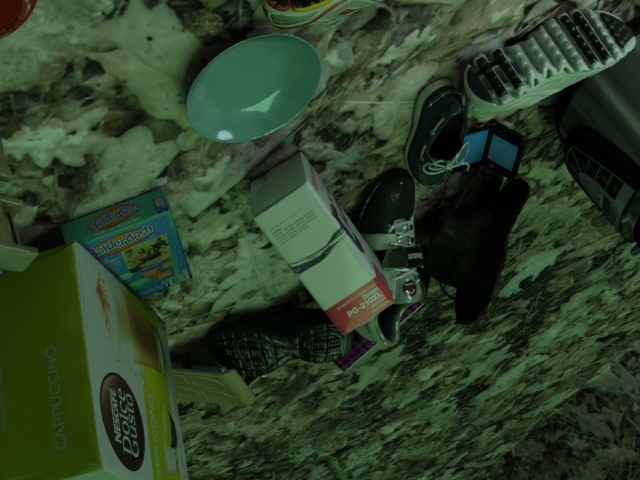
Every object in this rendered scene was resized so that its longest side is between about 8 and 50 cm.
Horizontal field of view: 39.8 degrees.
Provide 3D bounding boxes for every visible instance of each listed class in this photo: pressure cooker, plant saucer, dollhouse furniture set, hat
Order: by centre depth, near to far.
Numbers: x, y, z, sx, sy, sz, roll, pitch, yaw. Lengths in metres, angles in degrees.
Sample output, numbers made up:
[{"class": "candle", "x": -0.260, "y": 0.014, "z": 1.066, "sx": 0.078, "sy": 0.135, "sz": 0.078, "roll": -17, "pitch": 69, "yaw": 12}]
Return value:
[{"class": "dollhouse furniture set", "x": -0.441, "y": -0.028, "z": 1.033, "sx": 0.129, "sy": 0.183, "sz": 0.129, "roll": -42, "pitch": 148, "yaw": 23}, {"class": "plant saucer", "x": -0.093, "y": -0.211, "z": 1.187, "sx": 0.195, "sy": 0.037, "sz": 0.195, "roll": -21, "pitch": 151, "yaw": -12}, {"class": "pressure cooker", "x": 0.656, "y": -0.154, "z": 1.518, "sx": 0.370, "sy": 0.420, "sz": 0.375, "roll": -5, "pitch": 144, "yaw": -37}, {"class": "hat", "x": 0.272, "y": 0.004, "z": 1.694, "sx": 0.134, "sy": 0.331, "sz": 0.331, "roll": 22, "pitch": 138, "yaw": 0}]

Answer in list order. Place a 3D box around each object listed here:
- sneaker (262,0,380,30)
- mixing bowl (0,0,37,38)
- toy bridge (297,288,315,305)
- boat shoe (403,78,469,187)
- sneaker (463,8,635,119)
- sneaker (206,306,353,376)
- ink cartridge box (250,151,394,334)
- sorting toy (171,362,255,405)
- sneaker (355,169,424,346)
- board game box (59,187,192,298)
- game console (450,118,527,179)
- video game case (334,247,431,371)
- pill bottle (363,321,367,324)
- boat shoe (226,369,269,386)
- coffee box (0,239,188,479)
[{"class": "sneaker", "x": 0.028, "y": -0.320, "z": 1.092, "sx": 0.225, "sy": 0.088, "sz": 0.093, "roll": -18, "pitch": 170, "yaw": -17}, {"class": "mixing bowl", "x": -0.341, "y": -0.255, "z": 0.850, "sx": 0.182, "sy": 0.098, "sz": 0.181, "roll": -22, "pitch": 150, "yaw": -13}, {"class": "toy bridge", "x": 0.046, "y": 0.073, "z": 1.762, "sx": 0.188, "sy": 0.026, "sz": 0.063, "roll": -32, "pitch": 153, "yaw": 6}, {"class": "boat shoe", "x": 0.202, "y": -0.159, "z": 1.474, "sx": 0.095, "sy": 0.079, "sz": 0.254, "roll": -19, "pitch": 149, "yaw": -16}, {"class": "sneaker", "x": 0.358, "y": -0.278, "z": 1.413, "sx": 0.292, "sy": 0.110, "sz": 0.118, "roll": -21, "pitch": 162, "yaw": -5}, {"class": "sneaker", "x": -0.080, "y": 0.190, "z": 1.755, "sx": 0.287, "sy": 0.130, "sz": 0.109, "roll": -4, "pitch": 112, "yaw": -1}, {"class": "ink cartridge box", "x": 0.000, "y": 0.000, "z": 1.354, "sx": 0.100, "sy": 0.172, "sz": 0.237, "roll": -34, "pitch": 109, "yaw": 8}, {"class": "sorting toy", "x": -0.250, "y": 0.285, "z": 1.776, "sx": 0.208, "sy": 0.038, "sz": 0.193, "roll": -1, "pitch": 153, "yaw": 11}, {"class": "sneaker", "x": 0.137, "y": 0.040, "z": 1.592, "sx": 0.123, "sy": 0.146, "sz": 0.330, "roll": -10, "pitch": 122, "yaw": -37}, {"class": "board game box", "x": -0.294, "y": 0.020, "z": 1.370, "sx": 0.160, "sy": 0.047, "sz": 0.210, "roll": -21, "pitch": 151, "yaw": -11}, {"class": "game console", "x": 0.297, "y": -0.150, "z": 1.581, "sx": 0.071, "sy": 0.107, "sz": 0.122, "roll": -48, "pitch": 159, "yaw": -25}, {"class": "video game case", "x": 0.130, "y": 0.138, "z": 1.796, "sx": 0.232, "sy": 0.042, "sz": 0.210, "roll": -44, "pitch": -173, "yaw": 27}, {"class": "pill bottle", "x": 0.027, "y": 0.055, "z": 1.546, "sx": 0.108, "sy": 0.193, "sz": 0.108, "roll": -20, "pitch": 150, "yaw": -13}, {"class": "boat shoe", "x": -0.130, "y": 0.267, "z": 1.884, "sx": 0.170, "sy": 0.059, "sz": 0.063, "roll": -42, "pitch": 148, "yaw": 23}, {"class": "coffee box", "x": -0.419, "y": 0.257, "z": 1.292, "sx": 0.338, "sy": 0.337, "sz": 0.334, "roll": -18, "pitch": 151, "yaw": 5}]
